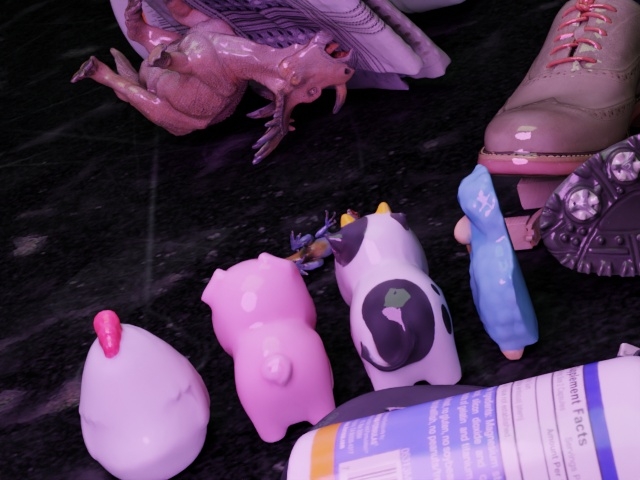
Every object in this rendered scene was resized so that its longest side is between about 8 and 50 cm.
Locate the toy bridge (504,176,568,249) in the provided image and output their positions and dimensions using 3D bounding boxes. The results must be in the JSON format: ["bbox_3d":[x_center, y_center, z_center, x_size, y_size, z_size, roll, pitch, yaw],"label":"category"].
[{"bbox_3d":[0.198,-0.043,1.511,0.063,0.026,0.188,-7,25,25],"label":"toy bridge"}]

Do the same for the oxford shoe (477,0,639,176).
[{"bbox_3d":[0.210,-0.140,1.504,0.123,0.130,0.348,3,20,22],"label":"oxford shoe"}]

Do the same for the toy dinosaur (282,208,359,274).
[{"bbox_3d":[0.000,0.000,1.554,0.090,0.047,0.082,-17,2,31],"label":"toy dinosaur"}]

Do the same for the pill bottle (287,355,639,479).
[{"bbox_3d":[0.130,0.149,0.979,0.272,0.152,0.152,-14,24,10],"label":"pill bottle"}]

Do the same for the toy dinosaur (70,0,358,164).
[{"bbox_3d":[-0.122,-0.158,1.845,0.295,0.200,0.127,-9,49,51],"label":"toy dinosaur"}]

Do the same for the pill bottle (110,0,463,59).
[{"bbox_3d":[-0.033,-0.335,2.082,0.392,0.224,0.224,-7,26,25],"label":"pill bottle"}]

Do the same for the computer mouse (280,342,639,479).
[{"bbox_3d":[0.091,0.130,1.153,0.272,0.072,0.188,-10,26,20],"label":"computer mouse"}]

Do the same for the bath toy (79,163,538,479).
[{"bbox_3d":[-0.021,0.060,1.322,0.348,0.129,0.151,-21,23,-2],"label":"bath toy"}]

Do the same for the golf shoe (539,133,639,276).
[{"bbox_3d":[0.285,-0.046,1.395,0.272,0.105,0.120,-25,2,-14],"label":"golf shoe"}]

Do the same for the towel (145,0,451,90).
[{"bbox_3d":[-0.067,-0.239,1.838,0.312,0.324,0.056,1,64,45],"label":"towel"}]
